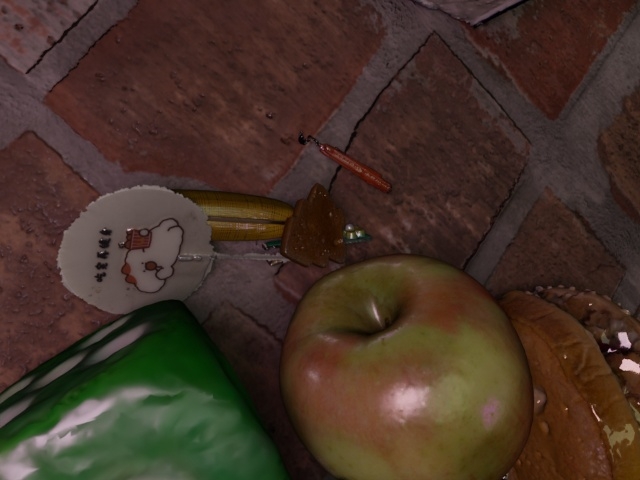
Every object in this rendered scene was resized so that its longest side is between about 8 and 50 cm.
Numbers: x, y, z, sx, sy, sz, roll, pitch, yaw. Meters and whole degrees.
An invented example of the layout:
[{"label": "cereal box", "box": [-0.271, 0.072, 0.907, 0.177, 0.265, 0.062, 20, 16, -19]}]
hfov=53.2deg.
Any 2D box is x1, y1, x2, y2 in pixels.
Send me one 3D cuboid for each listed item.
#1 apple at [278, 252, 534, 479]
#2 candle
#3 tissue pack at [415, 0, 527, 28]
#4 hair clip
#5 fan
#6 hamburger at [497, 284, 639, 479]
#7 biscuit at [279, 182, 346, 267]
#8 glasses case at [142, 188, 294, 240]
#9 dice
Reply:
[{"label": "apple", "box": [0.113, 0.183, 0.827, 0.319, 0.319, 0.277, -42, 126, -21]}, {"label": "candle", "box": [0.037, -0.119, 0.960, 0.167, 0.021, 0.026, 29, 50, -20]}, {"label": "tissue pack", "box": [0.257, -0.576, 0.955, 0.253, 0.264, 0.417, 14, 83, -28]}, {"label": "hair clip", "box": [0.000, 0.000, 0.922, 0.172, 0.049, 0.049, -11, 92, -24]}, {"label": "fan", "box": [-0.156, 0.021, 0.809, 0.329, 0.009, 0.191, 3, 121, -26]}, {"label": "hamburger", "box": [0.449, 0.289, 0.989, 0.268, 0.287, 0.446, -12, 96, -26]}, {"label": "biscuit", "box": [-0.012, -0.010, 0.860, 0.130, 0.019, 0.119, -30, 107, -45]}, {"label": "glasses case", "box": [-0.141, -0.033, 0.839, 0.234, 0.079, 0.064, 2, 95, -25]}, {"label": "dice", "box": [-0.202, 0.257, 0.679, 0.287, 0.300, 0.297, -31, 102, -20]}]
